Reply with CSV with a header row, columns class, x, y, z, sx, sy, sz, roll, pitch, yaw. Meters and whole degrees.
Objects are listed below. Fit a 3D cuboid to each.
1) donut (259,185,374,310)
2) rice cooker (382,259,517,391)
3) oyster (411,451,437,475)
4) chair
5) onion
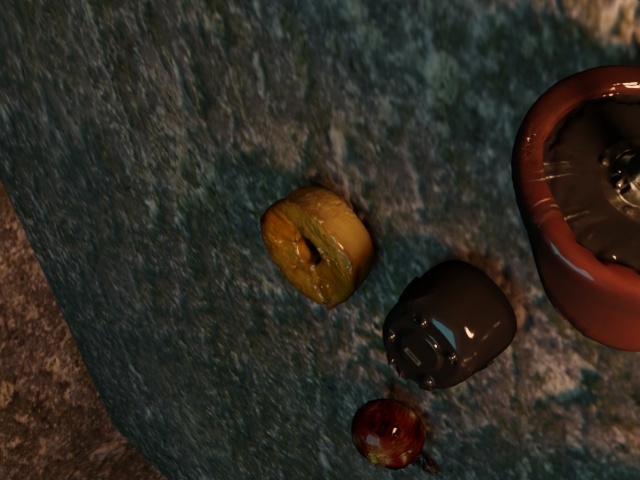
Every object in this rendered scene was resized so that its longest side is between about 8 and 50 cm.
class,x,y,z,sx,sy,sz,roll,pitch,yaw
donut,0.002,0.001,1.587,0.174,0.074,0.190,45,151,17
rice cooker,0.154,0.106,1.407,0.142,0.118,0.203,48,152,7
oyster,0.163,0.363,1.880,0.083,0.019,0.054,28,147,42
chair,0.266,-0.095,0.795,0.226,0.226,0.401,44,155,16
onion,0.104,0.295,1.790,0.117,0.119,0.119,2,135,17
